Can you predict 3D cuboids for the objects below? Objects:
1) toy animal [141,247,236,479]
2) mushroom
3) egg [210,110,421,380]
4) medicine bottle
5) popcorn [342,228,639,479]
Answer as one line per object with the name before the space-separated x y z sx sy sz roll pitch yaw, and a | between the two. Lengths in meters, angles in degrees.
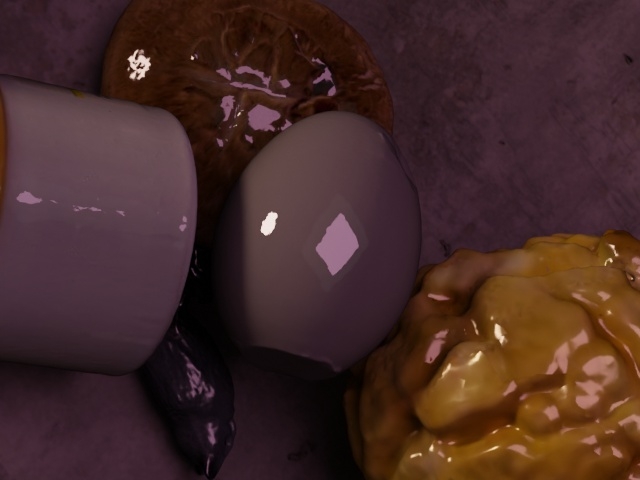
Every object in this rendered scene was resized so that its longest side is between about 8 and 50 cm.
toy animal | -0.133 0.108 1.716 0.117 0.121 0.210 -1 82 -10
mushroom | -0.068 -0.122 1.781 0.278 0.146 0.278 1 82 -8
egg | 0.000 0.000 1.649 0.176 0.176 0.232 28 69 -20
medicine bottle | -0.250 -0.016 1.599 0.232 0.238 0.238 11 71 -28
popcorn | 0.219 0.180 1.738 0.390 0.344 0.354 8 68 -42
